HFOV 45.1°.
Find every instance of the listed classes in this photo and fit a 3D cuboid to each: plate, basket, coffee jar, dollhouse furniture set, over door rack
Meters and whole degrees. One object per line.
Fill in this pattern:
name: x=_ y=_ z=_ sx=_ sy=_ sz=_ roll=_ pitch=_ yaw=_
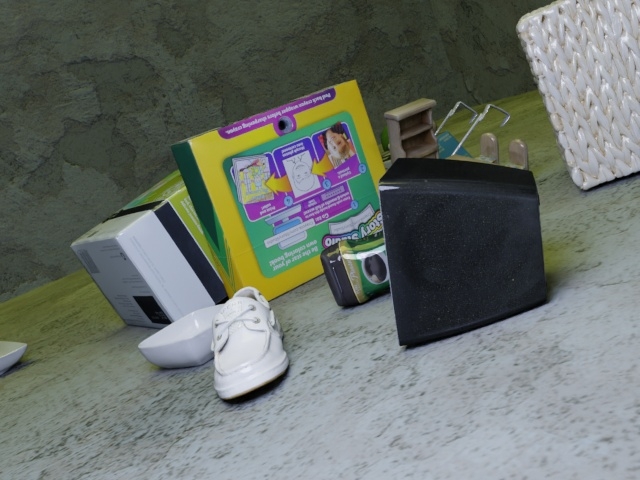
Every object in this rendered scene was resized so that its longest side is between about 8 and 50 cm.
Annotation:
plate: x=-0.786 y=0.297 z=1.653 sx=0.277 sy=0.045 sz=0.278 roll=-28 pitch=12 yaw=-35
basket: x=0.513 y=-0.294 z=1.338 sx=0.266 sy=0.328 sz=0.331 roll=-20 pitch=9 yaw=18
coffee jar: x=0.096 y=0.027 z=1.111 sx=0.184 sy=0.096 sz=0.079 roll=-19 pitch=7 yaw=8
dollhouse furniture set: x=0.251 y=-0.170 z=1.503 sx=0.212 sy=0.161 sz=0.242 roll=-26 pitch=30 yaw=-30
over door rack: x=0.248 y=-0.209 z=1.765 sx=0.324 sy=0.108 sz=0.239 roll=-44 pitch=14 yaw=3

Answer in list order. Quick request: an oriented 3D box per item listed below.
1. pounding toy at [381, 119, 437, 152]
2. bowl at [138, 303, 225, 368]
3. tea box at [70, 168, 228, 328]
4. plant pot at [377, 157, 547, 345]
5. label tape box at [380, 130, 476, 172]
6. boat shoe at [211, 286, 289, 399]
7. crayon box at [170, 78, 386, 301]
pounding toy: x=0.258 y=-0.248 z=2.227 sx=0.236 sy=0.183 sz=0.110 roll=-4 pitch=44 yaw=50
bowl: x=-0.188 y=0.149 z=1.168 sx=0.142 sy=0.053 sz=0.142 roll=-12 pitch=13 yaw=40
tea box: x=-0.274 y=-0.003 z=1.550 sx=0.323 sy=0.220 sz=0.329 roll=-39 pitch=17 yaw=-28
plant pot: x=0.171 y=-0.002 z=0.895 sx=0.166 sy=0.188 sz=0.187 roll=-6 pitch=12 yaw=14
label tape box: x=0.265 y=-0.203 z=2.033 sx=0.333 sy=0.106 sz=0.240 roll=-15 pitch=11 yaw=33
boat shoe: x=-0.102 y=0.122 z=0.997 sx=0.098 sy=0.096 sz=0.277 roll=-21 pitch=9 yaw=-2
crayon box: x=-0.049 y=-0.091 z=1.426 sx=0.362 sy=0.313 sz=0.106 roll=-25 pitch=13 yaw=-28
